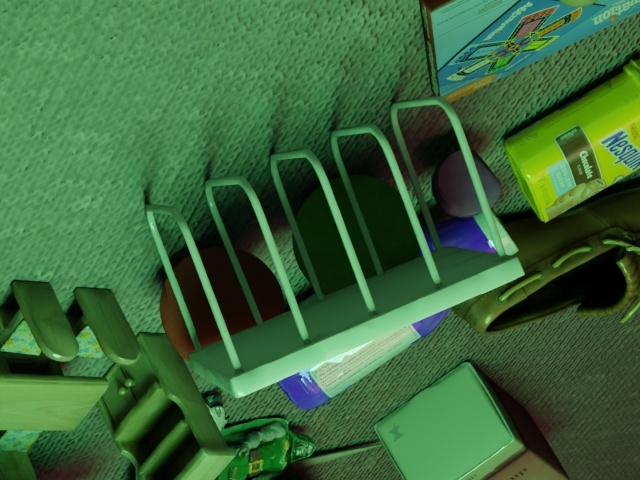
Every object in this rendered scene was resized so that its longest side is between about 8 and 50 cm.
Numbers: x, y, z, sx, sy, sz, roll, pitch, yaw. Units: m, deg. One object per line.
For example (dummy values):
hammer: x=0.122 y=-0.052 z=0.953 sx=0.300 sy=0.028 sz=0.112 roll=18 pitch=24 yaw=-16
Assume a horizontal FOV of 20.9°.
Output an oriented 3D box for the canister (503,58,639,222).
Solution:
canister: x=0.283 y=-0.101 z=1.804 sx=0.170 sy=0.073 sz=0.126 roll=-30 pitch=148 yaw=2

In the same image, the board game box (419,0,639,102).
board game box: x=0.225 y=-0.233 z=1.613 sx=0.281 sy=0.027 sz=0.145 roll=-26 pitch=146 yaw=-8

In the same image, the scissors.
scissors: x=-0.049 y=0.272 z=2.098 sx=0.297 sy=0.021 sz=0.109 roll=-17 pitch=144 yaw=-19

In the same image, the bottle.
bottle: x=0.073 y=0.062 z=1.811 sx=0.283 sy=0.118 sz=0.092 roll=-35 pitch=112 yaw=6

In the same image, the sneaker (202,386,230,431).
sneaker: x=-0.133 y=0.180 z=1.891 sx=0.069 sy=0.038 sz=0.098 roll=-49 pitch=137 yaw=-7

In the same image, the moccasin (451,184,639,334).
moccasin: x=0.313 y=0.028 z=1.938 sx=0.380 sy=0.147 sz=0.139 roll=-8 pitch=142 yaw=-33

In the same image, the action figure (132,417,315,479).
action figure: x=-0.105 y=0.257 z=1.986 sx=0.232 sy=0.063 sz=0.137 roll=-14 pitch=125 yaw=-34

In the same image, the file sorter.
file sorter: x=0.000 y=0.000 z=1.565 sx=0.278 sy=0.173 sz=0.193 roll=-23 pitch=-172 yaw=-13

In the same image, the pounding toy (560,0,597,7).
pounding toy: x=0.302 y=-0.296 z=1.481 sx=0.237 sy=0.110 sz=0.183 roll=-31 pitch=138 yaw=-3

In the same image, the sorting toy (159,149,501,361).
sorting toy: x=0.007 y=0.016 z=1.742 sx=0.365 sy=0.127 sz=0.126 roll=-27 pitch=178 yaw=-10

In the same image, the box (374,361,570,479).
box: x=0.196 y=0.272 z=2.202 sx=0.149 sy=0.127 sz=0.232 roll=-36 pitch=148 yaw=9

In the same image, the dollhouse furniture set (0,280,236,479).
dollhouse furniture set: x=-0.229 y=0.176 z=1.678 sx=0.242 sy=0.161 sz=0.212 roll=7 pitch=132 yaw=-45
